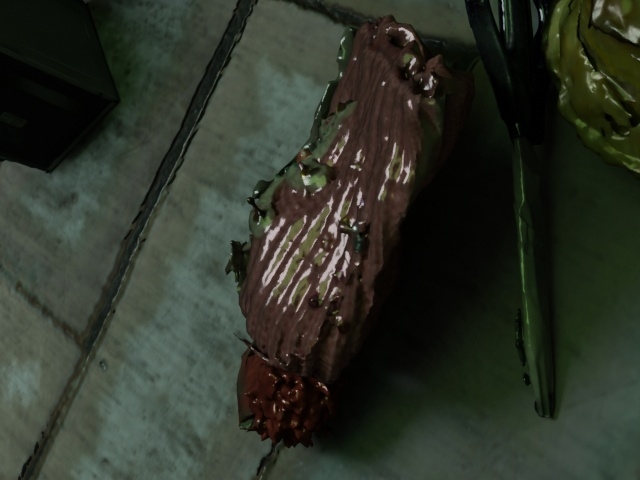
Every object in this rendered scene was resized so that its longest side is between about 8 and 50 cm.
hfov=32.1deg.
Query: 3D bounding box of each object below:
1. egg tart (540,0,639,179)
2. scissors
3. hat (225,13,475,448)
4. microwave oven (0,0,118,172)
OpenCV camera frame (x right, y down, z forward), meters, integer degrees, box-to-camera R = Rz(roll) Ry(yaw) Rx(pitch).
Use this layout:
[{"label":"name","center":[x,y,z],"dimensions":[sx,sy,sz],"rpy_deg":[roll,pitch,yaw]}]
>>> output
[{"label":"egg tart","center":[0.217,-0.138,0.590],"dimensions":[0.241,0.106,0.241],"rpy_deg":[-17,62,34]},{"label":"scissors","center":[0.121,-0.046,0.662],"dimensions":[0.022,0.109,0.299],"rpy_deg":[-6,84,34]},{"label":"hat","center":[0.000,0.000,0.699],"dimensions":[0.236,0.107,0.286],"rpy_deg":[-104,30,-70]},{"label":"microwave oven","center":[-0.308,-0.166,0.981],"dimensions":[0.129,0.205,0.163],"rpy_deg":[-40,52,24]}]
